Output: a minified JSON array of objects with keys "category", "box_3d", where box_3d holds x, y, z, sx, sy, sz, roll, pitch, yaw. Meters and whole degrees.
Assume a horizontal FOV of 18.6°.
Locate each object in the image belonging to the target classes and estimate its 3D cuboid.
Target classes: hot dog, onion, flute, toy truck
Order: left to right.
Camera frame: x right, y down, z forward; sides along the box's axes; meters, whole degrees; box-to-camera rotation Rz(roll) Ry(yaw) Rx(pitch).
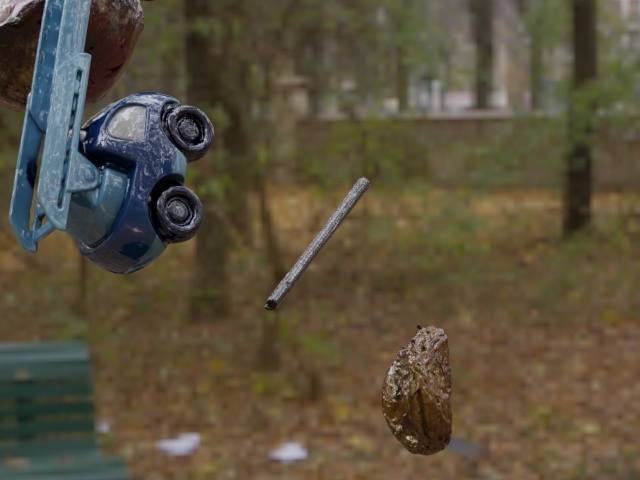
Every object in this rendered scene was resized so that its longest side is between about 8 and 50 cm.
[{"category":"onion","box_3d":[-0.222,-0.190,1.653,0.173,0.135,0.198,-12,38,27]},{"category":"toy truck","box_3d":[-0.089,-0.053,0.855,0.074,0.136,0.063,19,-30,-27]},{"category":"flute","box_3d":[0.000,0.000,1.771,0.014,0.014,0.269,1,25,20]},{"category":"hot dog","box_3d":[0.064,0.095,1.250,0.035,0.083,0.058,10,-29,-19]}]
